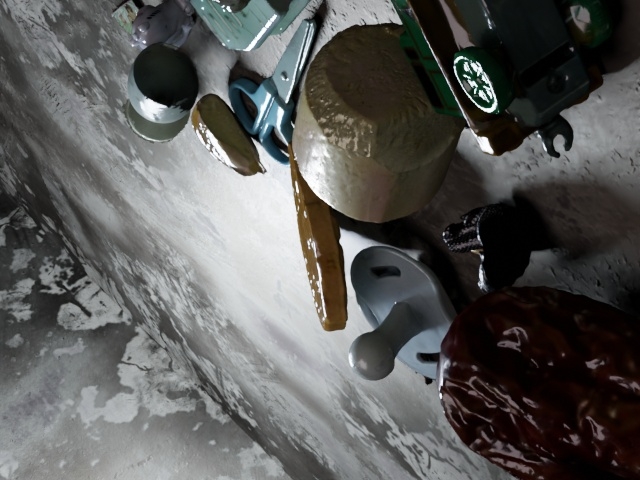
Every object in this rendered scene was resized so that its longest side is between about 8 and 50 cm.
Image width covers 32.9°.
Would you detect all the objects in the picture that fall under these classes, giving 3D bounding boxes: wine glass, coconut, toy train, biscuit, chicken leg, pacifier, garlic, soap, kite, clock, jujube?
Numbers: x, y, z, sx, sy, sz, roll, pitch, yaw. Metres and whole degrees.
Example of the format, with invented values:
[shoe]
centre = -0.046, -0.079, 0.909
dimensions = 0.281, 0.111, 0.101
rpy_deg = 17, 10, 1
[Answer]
[wine glass]
centre = -0.306, -0.279, 2.067
dimensions = 0.143, 0.143, 0.321
rpy_deg = 53, 170, -3
[coconut]
centre = 0.079, -0.157, 1.507
dimensions = 0.239, 0.239, 0.244
rpy_deg = 44, 154, 19
[toy train]
centre = 0.169, -0.284, 1.231
dimensions = 0.429, 0.178, 0.249
rpy_deg = 60, 167, -19
[biscuit]
centre = 0.000, 0.000, 1.931
dimensions = 0.312, 0.057, 0.351
rpy_deg = -109, 9, -52
[chicken leg]
centre = 0.190, 0.231, 2.105
dimensions = 0.145, 0.037, 0.062
rpy_deg = 63, 177, -23
[pacifier]
centre = 0.121, 0.152, 1.865
dimensions = 0.238, 0.226, 0.287
rpy_deg = -6, 117, 46
[garlic]
centre = -0.183, -0.202, 2.091
dimensions = 0.195, 0.087, 0.101
rpy_deg = 56, 171, -22
[soap]
centre = -0.114, -0.382, 1.706
dimensions = 0.145, 0.091, 0.230
rpy_deg = 53, 156, -3
[kite]
centre = -0.365, -0.406, 2.242
dimensions = 0.229, 0.012, 0.250
rpy_deg = 42, 156, 30
[clock]
centre = -0.309, -0.391, 2.022
dimensions = 0.080, 0.117, 0.176
rpy_deg = 54, 158, -1
[jujube]
centre = 0.348, 0.214, 1.486
dimensions = 0.377, 0.276, 0.276
rpy_deg = 27, 149, 24

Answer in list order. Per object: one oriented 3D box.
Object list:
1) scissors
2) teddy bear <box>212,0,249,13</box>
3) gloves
[scissors]
centre = -0.066, -0.266, 1.858
dimensions = 0.192, 0.029, 0.447
rpy_deg = 51, 158, 6
[teddy bear]
centre = -0.166, -0.455, 1.517
dimensions = 0.267, 0.236, 0.151
rpy_deg = 46, -175, 10
[gloves]
centre = 0.254, 0.006, 1.603
dimensions = 0.129, 0.106, 0.180
rpy_deg = 52, -176, -7
